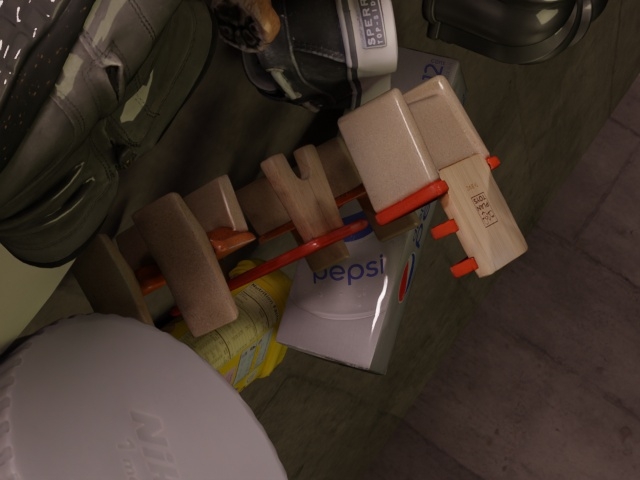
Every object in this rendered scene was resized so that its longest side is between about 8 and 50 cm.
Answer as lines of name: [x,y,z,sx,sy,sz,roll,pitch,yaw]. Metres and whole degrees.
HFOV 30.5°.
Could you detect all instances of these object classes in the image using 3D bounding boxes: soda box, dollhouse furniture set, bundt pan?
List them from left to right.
dollhouse furniture set: [0.000,0.000,0.844,0.259,0.135,0.262,-26,179,35]
soda box: [0.050,-0.028,1.063,0.098,0.091,0.286,38,68,-74]
bundt pan: [0.243,-0.312,1.154,0.331,0.124,0.331,-48,161,-22]

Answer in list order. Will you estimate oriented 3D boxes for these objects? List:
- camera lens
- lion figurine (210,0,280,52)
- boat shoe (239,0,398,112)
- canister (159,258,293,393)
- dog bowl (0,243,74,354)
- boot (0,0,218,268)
camera lens: [-0.174,0.195,0.658,0.274,0.219,0.219,-38,172,26]
lion figurine: [-0.020,-0.249,0.513,0.240,0.142,0.392,-55,161,-29]
boat shoe: [-0.005,-0.138,0.828,0.301,0.102,0.108,-84,163,-84]
canister: [-0.103,0.106,1.060,0.170,0.073,0.126,-37,155,-44]
dog bowl: [-0.199,-0.029,0.480,0.265,0.104,0.265,-49,163,-21]
boot: [-0.070,-0.099,0.419,0.246,0.083,0.161,-52,170,5]
